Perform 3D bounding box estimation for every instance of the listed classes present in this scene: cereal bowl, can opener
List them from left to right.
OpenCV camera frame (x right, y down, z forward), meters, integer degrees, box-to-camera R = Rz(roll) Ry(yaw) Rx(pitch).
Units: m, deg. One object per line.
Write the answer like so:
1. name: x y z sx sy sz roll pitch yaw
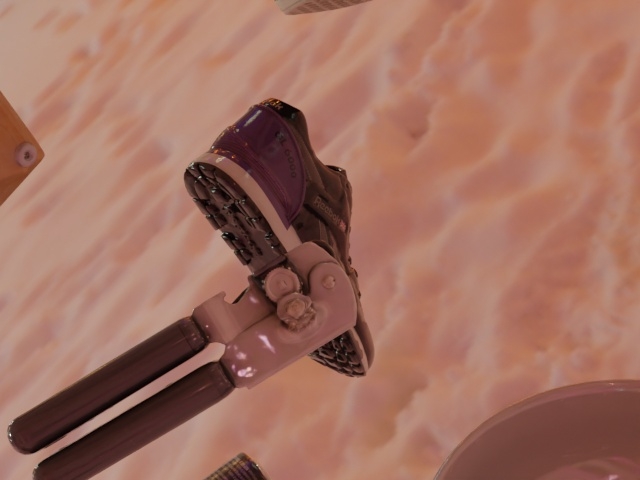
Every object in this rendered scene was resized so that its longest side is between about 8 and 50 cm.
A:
1. can opener: -0.096 0.096 1.029 0.280 0.074 0.093 -31 -3 -9
2. cereal bowl: 0.243 0.273 1.073 0.338 0.141 0.339 -4 39 3

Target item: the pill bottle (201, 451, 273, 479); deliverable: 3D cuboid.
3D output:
1. pill bottle: -0.145 0.354 1.520 0.245 0.130 0.130 -35 22 -13

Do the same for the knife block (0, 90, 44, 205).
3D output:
1. knife block: -0.289 -0.087 0.800 0.242 0.276 0.088 17 60 38

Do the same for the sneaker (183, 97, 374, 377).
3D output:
1. sneaker: 0.000 0.000 1.236 0.107 0.283 0.124 13 53 43

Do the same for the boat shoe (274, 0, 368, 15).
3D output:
1. boat shoe: 0.102 -0.352 1.226 0.186 0.156 0.500 -16 -12 -34
